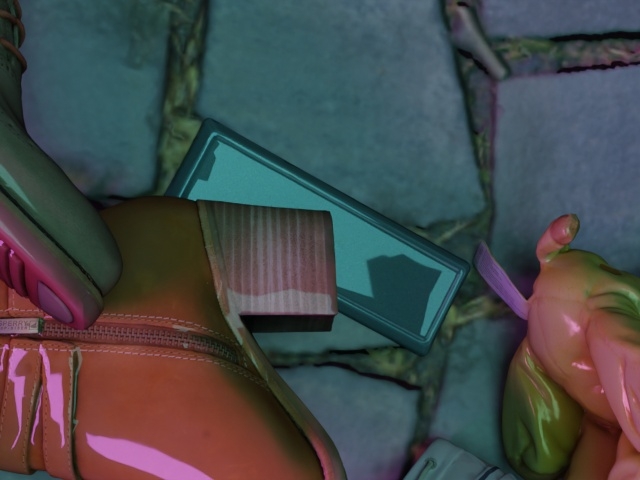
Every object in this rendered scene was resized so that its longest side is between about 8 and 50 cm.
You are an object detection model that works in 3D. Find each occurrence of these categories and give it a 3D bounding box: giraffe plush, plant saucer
[{"bbox_3d":[0.211,0.071,0.738,0.170,0.181,0.210,-8,58,-23],"label":"giraffe plush"},{"bbox_3d":[0.000,0.000,0.742,0.192,0.018,0.067,29,85,-13],"label":"plant saucer"}]

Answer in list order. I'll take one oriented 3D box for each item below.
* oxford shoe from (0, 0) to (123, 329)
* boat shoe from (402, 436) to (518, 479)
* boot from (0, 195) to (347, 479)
[{"bbox_3d":[-0.192,-0.115,0.620,0.130,0.123,0.348,-36,86,-21],"label":"oxford shoe"},{"bbox_3d":[0.028,0.210,0.713,0.076,0.083,0.226,34,58,27],"label":"boat shoe"},{"bbox_3d":[-0.097,0.109,0.646,0.220,0.109,0.283,-2,74,-3],"label":"boot"}]
